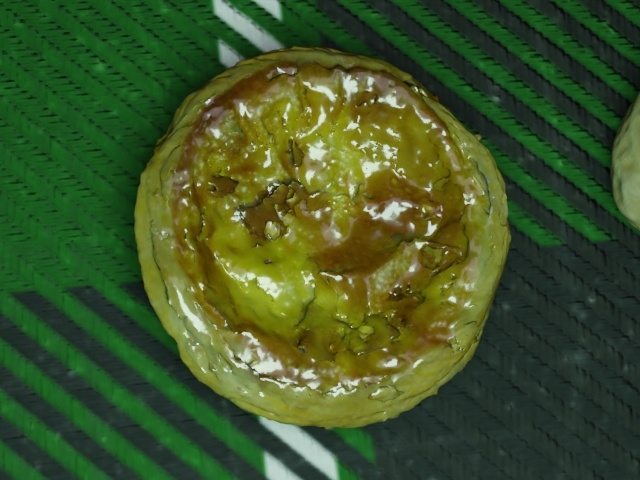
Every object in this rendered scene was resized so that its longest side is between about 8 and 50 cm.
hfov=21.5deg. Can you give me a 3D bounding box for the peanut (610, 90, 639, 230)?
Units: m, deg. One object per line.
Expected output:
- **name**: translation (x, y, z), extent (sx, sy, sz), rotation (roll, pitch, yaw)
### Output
- **peanut**: translation (0.308, -0.119, 1.320), extent (0.123, 0.123, 0.257), rotation (23, 75, 0)

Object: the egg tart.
- **egg tart**: translation (0.000, 0.000, 1.255), extent (0.290, 0.115, 0.290), rotation (2, 75, -8)
